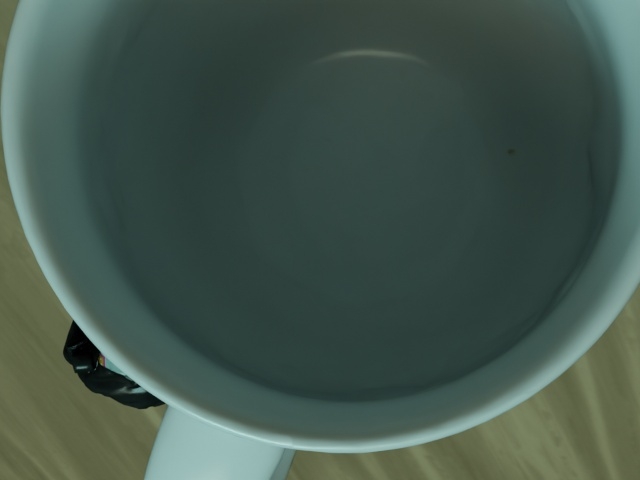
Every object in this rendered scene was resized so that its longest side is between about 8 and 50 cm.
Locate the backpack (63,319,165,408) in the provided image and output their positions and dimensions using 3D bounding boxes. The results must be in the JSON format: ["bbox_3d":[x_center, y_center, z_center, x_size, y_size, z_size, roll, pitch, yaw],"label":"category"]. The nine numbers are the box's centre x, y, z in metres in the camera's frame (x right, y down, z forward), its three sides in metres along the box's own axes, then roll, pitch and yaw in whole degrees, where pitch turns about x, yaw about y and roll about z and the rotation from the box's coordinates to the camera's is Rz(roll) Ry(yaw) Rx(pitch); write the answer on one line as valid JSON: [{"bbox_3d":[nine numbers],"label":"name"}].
[{"bbox_3d":[-0.088,0.011,0.990,0.115,0.152,0.182,22,126,-14],"label":"backpack"}]

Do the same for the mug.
[{"bbox_3d":[0.000,0.000,0.738,0.276,0.374,0.328,21,178,4],"label":"mug"}]
